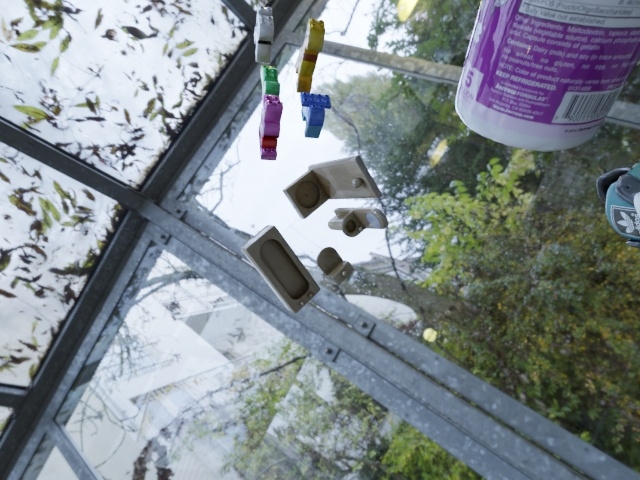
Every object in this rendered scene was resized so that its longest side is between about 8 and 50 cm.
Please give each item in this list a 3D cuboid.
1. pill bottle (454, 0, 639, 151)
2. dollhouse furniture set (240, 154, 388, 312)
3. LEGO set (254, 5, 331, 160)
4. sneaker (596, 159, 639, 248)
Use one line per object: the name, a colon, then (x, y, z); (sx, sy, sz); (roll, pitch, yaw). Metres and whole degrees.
pill bottle: (0.251, -0.257, 0.392); (0.169, 0.169, 0.301); (-38, -33, -35)
dollhouse furniture set: (0.000, 0.000, 0.507); (0.151, 0.123, 0.144); (-42, -68, -20)
LEGO set: (-0.033, -0.218, 0.502); (0.087, 0.227, 0.093); (0, -28, -16)
sneaker: (0.368, -0.015, 0.400); (0.302, 0.121, 0.108); (-47, -59, -58)
